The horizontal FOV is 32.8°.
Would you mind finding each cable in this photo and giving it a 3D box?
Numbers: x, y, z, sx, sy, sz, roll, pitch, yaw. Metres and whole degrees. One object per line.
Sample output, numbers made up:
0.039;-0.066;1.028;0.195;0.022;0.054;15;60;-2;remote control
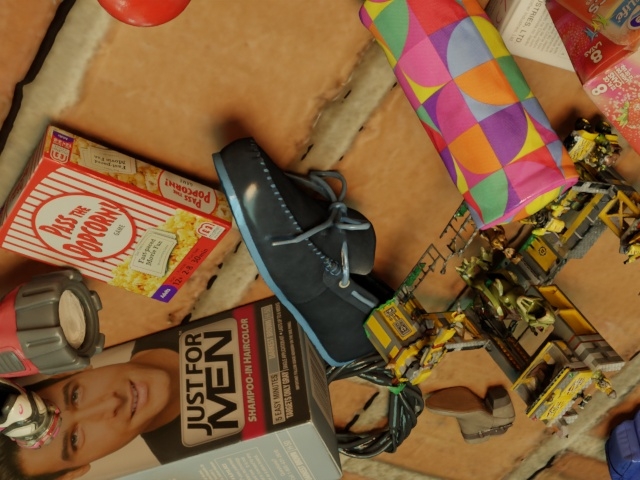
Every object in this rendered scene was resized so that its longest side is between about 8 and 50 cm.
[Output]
0.051;0.199;1.323;0.150;0.047;0.184;-27;127;9;cable

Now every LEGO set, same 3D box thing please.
0.222;0.063;1.072;0.255;0.192;0.331;10;125;-49;LEGO set

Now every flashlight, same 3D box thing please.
-0.376;0.104;1.116;0.304;0.103;0.103;-11;171;18;flashlight

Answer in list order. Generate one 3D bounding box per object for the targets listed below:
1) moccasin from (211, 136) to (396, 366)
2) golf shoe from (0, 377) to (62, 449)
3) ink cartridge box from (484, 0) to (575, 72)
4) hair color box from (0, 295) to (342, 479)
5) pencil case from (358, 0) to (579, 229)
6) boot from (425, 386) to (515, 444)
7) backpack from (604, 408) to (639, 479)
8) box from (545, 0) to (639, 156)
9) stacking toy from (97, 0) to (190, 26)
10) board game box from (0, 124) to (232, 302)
0.000;0.000;1.096;0.117;0.137;0.342;-24;145;7;moccasin
-0.366;0.167;1.172;0.186;0.067;0.086;7;151;32;golf shoe
0.324;-0.220;0.971;0.311;0.065;0.186;14;130;-16;ink cartridge box
-0.178;0.208;1.196;0.374;0.185;0.113;-18;133;8;hair color box
0.122;-0.125;0.917;0.104;0.236;0.104;-27;172;-4;pencil case
0.187;0.223;1.361;0.118;0.042;0.087;-4;134;-4;boot
0.421;0.279;1.411;0.101;0.098;0.120;3;144;2;backpack
0.320;-0.126;0.931;0.122;0.128;0.257;-34;128;23;box
-0.040;-0.263;0.840;0.330;0.141;0.141;-27;130;20;stacking toy
-0.205;-0.020;1.070;0.193;0.045;0.147;21;136;-24;board game box
